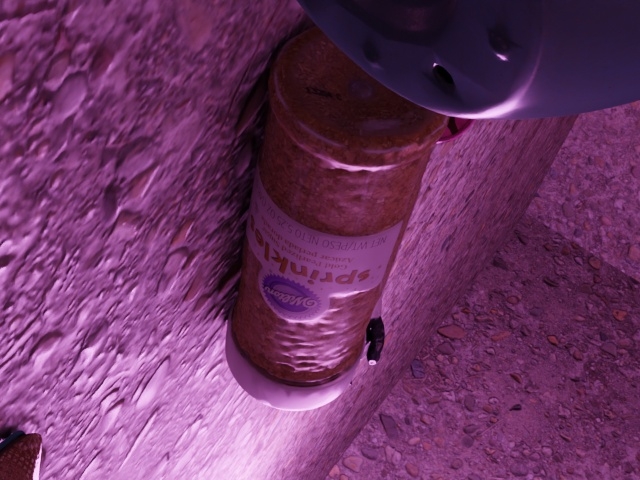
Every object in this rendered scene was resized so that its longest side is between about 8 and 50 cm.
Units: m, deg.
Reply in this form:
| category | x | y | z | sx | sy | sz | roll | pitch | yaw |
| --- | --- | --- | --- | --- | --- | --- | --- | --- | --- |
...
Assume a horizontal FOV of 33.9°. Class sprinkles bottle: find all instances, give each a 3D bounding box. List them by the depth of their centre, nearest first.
| category | x | y | z | sx | sy | sz | roll | pitch | yaw |
| --- | --- | --- | --- | --- | --- | --- | --- | --- | --- |
| sprinkles bottle | 0.000 | 0.000 | 0.800 | 0.121 | 0.121 | 0.355 | -49 | 164 | -34 |

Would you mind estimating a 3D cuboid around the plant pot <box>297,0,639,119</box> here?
| category | x | y | z | sx | sy | sz | roll | pitch | yaw |
| --- | --- | --- | --- | --- | --- | --- | --- | --- | --- |
| plant pot | 0.095 | -0.182 | 0.381 | 0.235 | 0.293 | 0.293 | -39 | 163 | -15 |

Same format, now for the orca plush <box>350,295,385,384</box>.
| category | x | y | z | sx | sy | sz | roll | pitch | yaw |
| --- | --- | --- | --- | --- | --- | --- | --- | --- | --- |
| orca plush | -0.005 | 0.073 | 1.124 | 0.287 | 0.102 | 0.151 | 116 | -35 | -71 |

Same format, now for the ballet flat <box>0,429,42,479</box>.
| category | x | y | z | sx | sy | sz | roll | pitch | yaw |
| --- | --- | --- | --- | --- | --- | --- | --- | --- | --- |
| ballet flat | -0.213 | 0.197 | 0.591 | 0.206 | 0.067 | 0.073 | -49 | 164 | -36 |

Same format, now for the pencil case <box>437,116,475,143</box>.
| category | x | y | z | sx | sy | sz | roll | pitch | yaw |
| --- | --- | --- | --- | --- | --- | --- | --- | --- | --- |
| pencil case | 0.146 | -0.160 | 1.037 | 0.098 | 0.095 | 0.209 | -24 | -172 | 30 |
